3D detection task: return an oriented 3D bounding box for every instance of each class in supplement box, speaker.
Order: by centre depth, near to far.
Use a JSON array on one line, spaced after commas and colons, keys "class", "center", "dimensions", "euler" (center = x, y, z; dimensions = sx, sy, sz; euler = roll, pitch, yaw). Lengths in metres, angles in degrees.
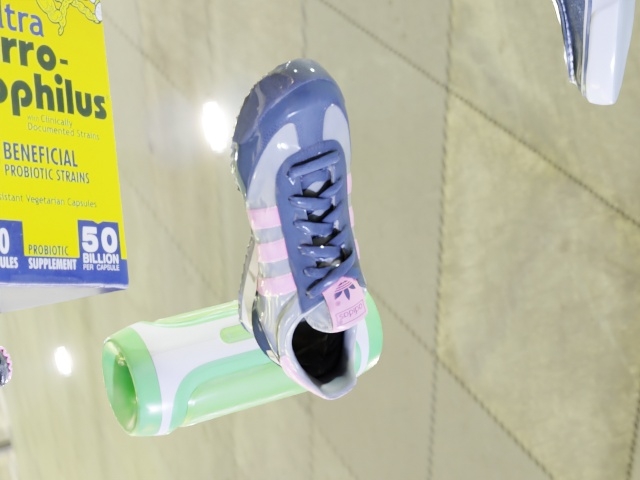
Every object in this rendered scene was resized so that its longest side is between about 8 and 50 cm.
[{"class": "supplement box", "center": [-0.319, -0.120, 1.130], "dimensions": [0.195, 0.194, 0.357], "euler": [-12, 82, 33]}, {"class": "speaker", "center": [-0.083, 0.124, 1.399], "dimensions": [0.131, 0.296, 0.131], "euler": [34, 130, 53]}]

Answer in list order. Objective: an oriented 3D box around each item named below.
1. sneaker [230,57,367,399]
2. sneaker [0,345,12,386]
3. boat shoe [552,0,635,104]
[{"class": "sneaker", "center": [0.000, 0.000, 1.066], "dimensions": [0.131, 0.112, 0.319], "euler": [48, 152, 38]}, {"class": "sneaker", "center": [-0.404, 0.127, 1.474], "dimensions": [0.047, 0.057, 0.119], "euler": [-13, 113, 26]}, {"class": "boat shoe", "center": [0.119, -0.163, 0.663], "dimensions": [0.065, 0.083, 0.183], "euler": [-37, -54, -65]}]
